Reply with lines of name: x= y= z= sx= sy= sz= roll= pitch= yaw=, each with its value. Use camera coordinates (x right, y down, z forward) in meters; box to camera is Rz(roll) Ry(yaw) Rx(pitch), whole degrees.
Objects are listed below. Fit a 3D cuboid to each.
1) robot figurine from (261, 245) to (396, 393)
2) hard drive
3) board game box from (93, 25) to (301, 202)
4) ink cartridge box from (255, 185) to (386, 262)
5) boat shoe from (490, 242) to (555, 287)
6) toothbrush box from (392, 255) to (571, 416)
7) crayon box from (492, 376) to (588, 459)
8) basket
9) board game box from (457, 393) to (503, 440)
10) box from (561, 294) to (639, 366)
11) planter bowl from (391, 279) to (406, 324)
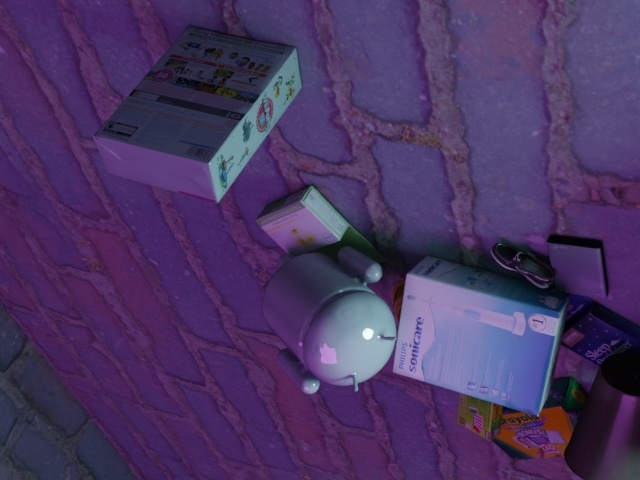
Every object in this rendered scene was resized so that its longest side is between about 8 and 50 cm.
robot figurine: x=0.017 y=0.154 z=1.787 sx=0.200 sy=0.300 sz=0.353 roll=18 pitch=-165 yaw=-38
hard drive: x=0.460 y=0.047 z=1.600 sx=0.094 sy=0.022 sz=0.135 roll=8 pitch=140 yaw=31
board game box: x=-0.197 y=-0.219 z=1.503 sx=0.224 sy=0.303 sz=0.097 roll=16 pitch=144 yaw=21
ink cartridge box: x=0.000 y=0.000 z=1.870 sx=0.235 sy=0.056 sz=0.171 roll=46 pitch=144 yaw=-19
boat shoe: x=0.369 y=0.040 z=1.629 sx=0.125 sy=0.046 sz=0.038 roll=37 pitch=156 yaw=10
toothbrush box: x=0.305 y=0.177 z=1.715 sx=0.295 sy=0.126 sz=0.216 roll=13 pitch=111 yaw=21
crayon box: x=0.489 y=0.400 z=1.989 sx=0.165 sy=0.081 sz=0.278 roll=42 pitch=145 yaw=-17
basket: x=0.575 y=0.337 z=1.676 sx=0.204 sy=0.154 sz=0.227 roll=8 pitch=123 yaw=15
board game box: x=0.353 y=0.338 z=1.963 sx=0.092 sy=0.043 sz=0.181 roll=23 pitch=124 yaw=41
box: x=0.549 y=0.192 z=1.713 sx=0.225 sy=0.036 sz=0.136 roll=31 pitch=147 yaw=2
planter bowl: x=0.235 y=0.183 z=1.894 sx=0.217 sy=0.090 sz=0.217 roll=20 pitch=146 yaw=14
